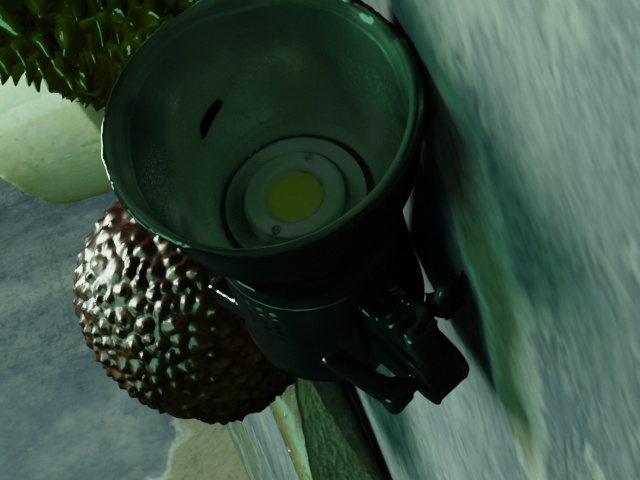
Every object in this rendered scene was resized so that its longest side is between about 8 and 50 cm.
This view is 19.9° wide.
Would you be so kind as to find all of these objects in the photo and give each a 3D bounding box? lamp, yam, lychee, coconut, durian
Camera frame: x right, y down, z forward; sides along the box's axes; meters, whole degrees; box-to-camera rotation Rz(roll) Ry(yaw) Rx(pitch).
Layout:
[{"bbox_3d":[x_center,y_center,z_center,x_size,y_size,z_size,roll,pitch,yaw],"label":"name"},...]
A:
[{"bbox_3d":[0.000,0.000,0.902,0.172,0.147,0.227,38,165,28],"label":"lamp"},{"bbox_3d":[-0.006,0.133,1.414,0.068,0.068,0.169,95,153,-71],"label":"yam"},{"bbox_3d":[-0.084,0.037,1.311,0.194,0.194,0.194,159,90,-82],"label":"lychee"},{"bbox_3d":[-0.175,-0.137,1.440,0.202,0.222,0.202,29,-127,-48],"label":"coconut"},{"bbox_3d":[-0.146,-0.178,1.080,0.237,0.176,0.200,30,-166,-33],"label":"durian"}]
